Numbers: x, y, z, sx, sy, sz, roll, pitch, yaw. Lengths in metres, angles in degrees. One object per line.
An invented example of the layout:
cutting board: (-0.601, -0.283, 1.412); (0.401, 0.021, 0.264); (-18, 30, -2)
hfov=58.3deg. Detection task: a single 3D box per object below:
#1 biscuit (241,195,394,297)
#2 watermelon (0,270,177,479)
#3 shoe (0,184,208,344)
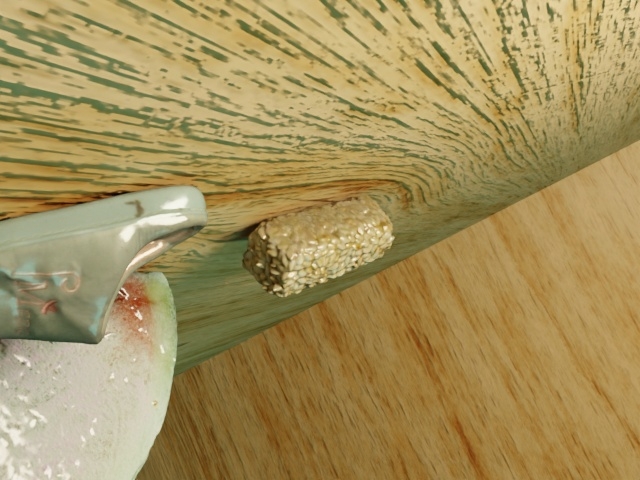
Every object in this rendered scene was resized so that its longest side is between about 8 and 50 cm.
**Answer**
biscuit: (0.000, 0.000, 0.608); (0.168, 0.082, 0.070); (-18, 143, -37)
watermelon: (-0.279, 0.116, 0.450); (0.289, 0.214, 0.320); (4, -134, 22)
shoe: (-0.151, 0.025, 0.347); (0.195, 0.078, 0.079); (-25, 172, -29)
